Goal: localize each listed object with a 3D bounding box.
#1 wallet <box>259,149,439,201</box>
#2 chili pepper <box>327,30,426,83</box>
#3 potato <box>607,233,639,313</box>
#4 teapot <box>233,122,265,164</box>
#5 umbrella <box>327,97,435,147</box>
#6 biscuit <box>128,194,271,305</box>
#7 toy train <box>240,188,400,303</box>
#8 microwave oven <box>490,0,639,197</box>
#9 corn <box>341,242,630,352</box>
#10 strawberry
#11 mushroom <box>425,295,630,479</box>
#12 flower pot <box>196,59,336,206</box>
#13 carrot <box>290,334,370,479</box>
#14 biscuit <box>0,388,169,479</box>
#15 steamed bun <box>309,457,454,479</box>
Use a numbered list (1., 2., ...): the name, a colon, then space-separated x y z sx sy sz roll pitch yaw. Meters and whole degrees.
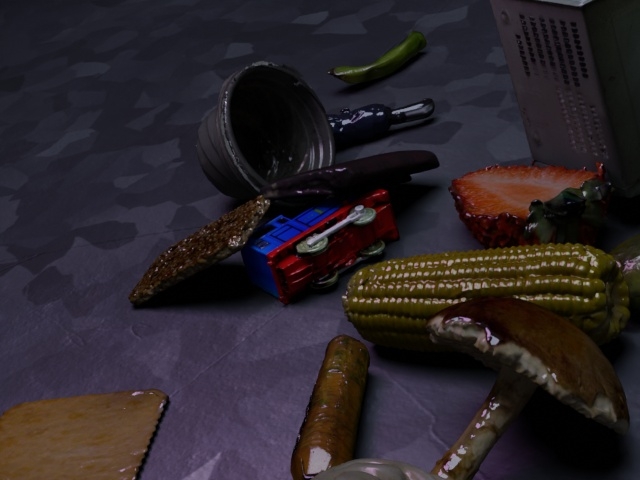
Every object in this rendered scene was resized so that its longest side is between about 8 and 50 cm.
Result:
1. wallet: 0.041 -0.093 1.923 0.182 0.049 0.229 -7 5 37
2. chili pepper: 0.107 -0.319 2.364 0.201 0.050 0.052 -28 15 -24
3. potato: 0.442 0.026 1.568 0.225 0.090 0.117 -15 34 8
4. teapot: -0.113 -0.176 2.207 0.096 0.087 0.177 -22 17 48
5. umbrella: 0.064 -0.195 2.157 0.248 0.071 0.071 -13 30 7
6. biscuit: -0.173 0.014 1.872 0.231 0.025 0.131 -28 20 34
7. toy train: 0.000 0.000 1.842 0.204 0.083 0.131 -31 31 -25
8. microwave oven: 0.471 -0.273 1.824 0.394 0.333 0.247 -27 22 -18
9. corn: 0.189 0.073 1.573 0.344 0.131 0.131 -6 30 31
10. strawberry: 0.278 -0.030 1.744 0.188 0.106 0.286 -23 17 -19
11. mushroom: 0.159 0.178 1.401 0.301 0.233 0.208 -30 72 2
12. flower pot: -0.101 -0.148 2.044 0.140 0.235 0.235 -19 21 42
13. carrot: 0.016 0.201 1.509 0.070 0.070 0.260 -7 30 16
14. biscuit: -0.318 0.262 1.623 0.236 0.013 0.232 -8 30 15
15. steamed bun: 0.031 0.324 1.106 0.367 0.255 0.342 -4 30 18
